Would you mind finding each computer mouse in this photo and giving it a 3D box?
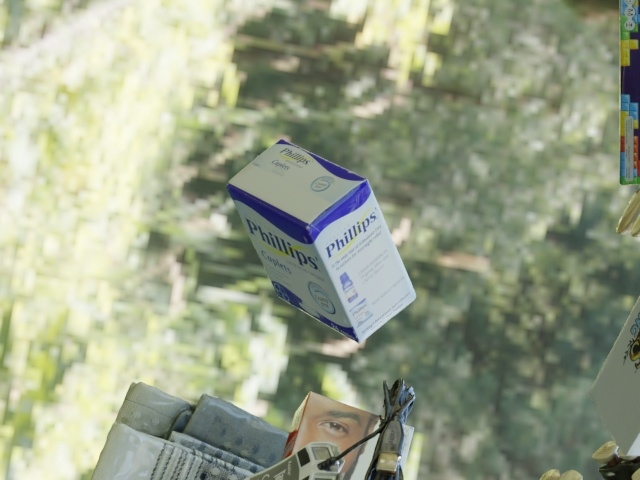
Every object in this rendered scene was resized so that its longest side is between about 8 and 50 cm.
[{"bbox_3d":[-0.007,0.180,1.413,0.193,0.042,0.106,-33,-149,27],"label":"computer mouse"}]

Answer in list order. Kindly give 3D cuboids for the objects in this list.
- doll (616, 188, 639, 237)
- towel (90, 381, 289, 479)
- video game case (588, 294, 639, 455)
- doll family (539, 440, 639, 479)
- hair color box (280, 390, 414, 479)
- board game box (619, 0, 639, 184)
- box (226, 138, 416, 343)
[{"bbox_3d":[0.322,0.025,1.509,0.046,0.189,0.129,-61,-170,0],"label":"doll"},{"bbox_3d":[-0.072,0.307,1.635,0.056,0.312,0.324,-25,-136,64],"label":"towel"},{"bbox_3d":[0.320,0.024,1.110,0.061,0.270,0.244,-113,-143,-48],"label":"video game case"},{"bbox_3d":[0.244,0.188,1.332,0.193,0.111,0.076,-12,-159,42],"label":"doll family"},{"bbox_3d":[0.006,0.214,1.554,0.053,0.093,0.167,119,-11,-61],"label":"hair color box"},{"bbox_3d":[0.306,-0.129,1.546,0.048,0.141,0.170,-32,123,-73],"label":"board game box"},{"bbox_3d":[0.000,0.000,1.685,0.126,0.072,0.137,28,-31,48],"label":"box"}]
